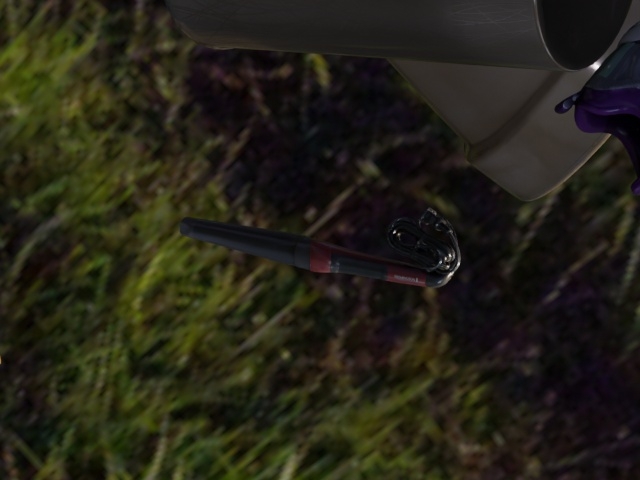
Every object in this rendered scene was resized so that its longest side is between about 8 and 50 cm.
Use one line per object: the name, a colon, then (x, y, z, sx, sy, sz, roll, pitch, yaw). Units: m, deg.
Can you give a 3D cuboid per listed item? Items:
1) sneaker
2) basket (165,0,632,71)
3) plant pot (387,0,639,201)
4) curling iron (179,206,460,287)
sneaker: (0.249, -0.032, 1.137, 0.098, 0.083, 0.224, -42, 76, -18)
basket: (0.057, -0.178, 1.058, 0.204, 0.227, 0.154, -49, 139, -35)
plant pot: (0.146, -0.238, 1.543, 0.280, 0.323, 0.323, 33, 40, -8)
curling iron: (0.000, 0.000, 1.662, 0.035, 0.274, 0.068, 28, 68, -65)
